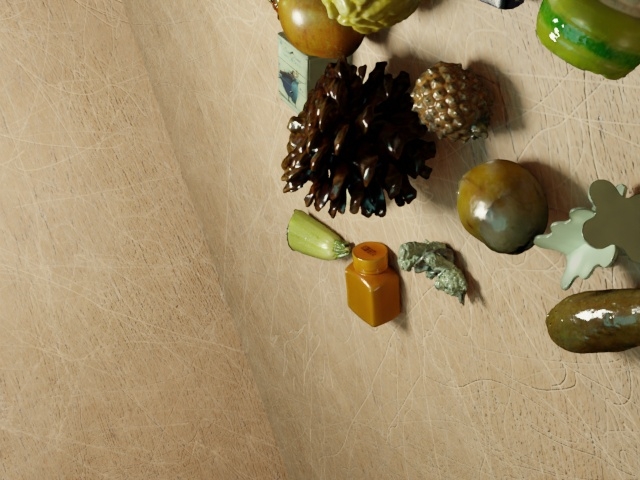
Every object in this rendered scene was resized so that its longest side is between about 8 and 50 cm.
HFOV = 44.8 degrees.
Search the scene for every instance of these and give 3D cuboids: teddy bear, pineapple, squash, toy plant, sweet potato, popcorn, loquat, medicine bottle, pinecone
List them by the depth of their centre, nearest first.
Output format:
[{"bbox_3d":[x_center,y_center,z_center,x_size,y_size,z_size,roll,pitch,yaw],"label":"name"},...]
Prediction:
[{"bbox_3d":[0.472,-0.420,1.171,0.224,0.184,0.316,48,133,24],"label":"toy plant"},{"bbox_3d":[0.578,0.136,1.452,0.422,0.130,0.131,-32,82,57],"label":"sweet potato"},{"bbox_3d":[0.373,-0.070,1.590,0.227,0.179,0.179,-122,21,-57],"label":"loquat"},{"bbox_3d":[0.286,-0.276,1.625,0.193,0.166,0.166,52,151,29],"label":"pineapple"},{"bbox_3d":[0.109,-0.561,1.633,0.225,0.249,0.249,61,154,3],"label":"popcorn"},{"bbox_3d":[0.096,-0.228,1.821,0.398,0.397,0.398,43,146,40],"label":"pinecone"},{"bbox_3d":[0.300,0.064,1.960,0.213,0.111,0.133,34,169,10],"label":"teddy bear"},{"bbox_3d":[0.150,0.122,2.259,0.149,0.112,0.222,37,142,47],"label":"medicine bottle"},{"bbox_3d":[-0.007,0.014,2.464,0.287,0.137,0.137,35,140,45],"label":"squash"}]

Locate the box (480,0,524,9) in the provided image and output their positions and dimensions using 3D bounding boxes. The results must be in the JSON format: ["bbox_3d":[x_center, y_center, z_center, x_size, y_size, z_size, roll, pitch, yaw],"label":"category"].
[{"bbox_3d":[0.312,-0.572,1.419,0.168,0.071,0.259,41,143,43],"label":"box"}]

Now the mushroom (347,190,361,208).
[{"bbox_3d":[0.114,-0.163,2.099,0.154,0.122,0.154,-170,90,-86],"label":"mushroom"}]

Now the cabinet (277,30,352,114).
[{"bbox_3d":[-0.019,-0.448,2.070,0.145,0.150,0.206,46,148,36],"label":"cabinet"}]

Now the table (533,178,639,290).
[{"bbox_3d":[0.506,-0.002,1.440,0.167,0.166,0.198,61,162,12],"label":"table"}]

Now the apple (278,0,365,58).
[{"bbox_3d":[0.011,-0.545,1.866,0.237,0.236,0.208,52,163,27],"label":"apple"}]

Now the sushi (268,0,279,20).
[{"bbox_3d":[-0.096,-0.677,2.094,0.103,0.097,0.226,35,156,56],"label":"sushi"}]
